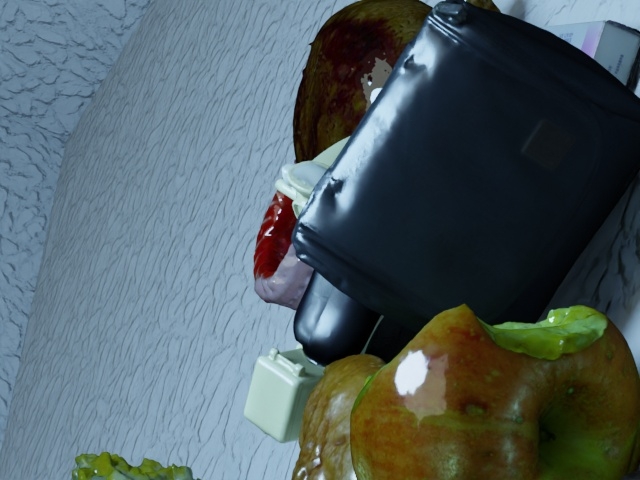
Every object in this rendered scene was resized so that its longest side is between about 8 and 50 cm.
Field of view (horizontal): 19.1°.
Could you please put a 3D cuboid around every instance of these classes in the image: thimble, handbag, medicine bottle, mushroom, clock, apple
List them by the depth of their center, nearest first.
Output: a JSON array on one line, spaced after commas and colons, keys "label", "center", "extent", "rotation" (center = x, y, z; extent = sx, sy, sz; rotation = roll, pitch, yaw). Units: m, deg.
[{"label": "apple", "center": [0.138, 0.151, 1.586], "extent": [0.226, 0.246, 0.246], "rotation": [7, 75, 55]}, {"label": "handbag", "center": [0.150, -0.044, 1.713], "extent": [0.178, 0.275, 0.302], "rotation": [41, 102, 35]}, {"label": "clock", "center": [0.059, 0.014, 1.915], "extent": [0.120, 0.276, 0.379], "rotation": [28, 117, 39]}, {"label": "medicine bottle", "center": [0.246, -0.136, 1.937], "extent": [0.171, 0.052, 0.201], "rotation": [-70, 16, -1]}, {"label": "mushroom", "center": [0.075, -0.125, 2.162], "extent": [0.345, 0.239, 0.345], "rotation": [10, -90, -82]}, {"label": "thimble", "center": [-0.002, 0.007, 2.356], "extent": [0.163, 0.125, 0.190], "rotation": [-49, 26, 44]}]

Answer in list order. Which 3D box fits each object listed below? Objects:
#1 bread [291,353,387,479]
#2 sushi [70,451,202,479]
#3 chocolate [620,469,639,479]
[{"label": "bread", "center": [0.072, 0.271, 1.762], "extent": [0.179, 0.194, 0.340], "rotation": [-23, 50, 58]}, {"label": "sushi", "center": [-0.245, 0.448, 2.369], "extent": [0.396, 0.240, 0.351], "rotation": [-121, 54, -71]}, {"label": "chocolate", "center": [0.246, 0.257, 1.458], "extent": [0.072, 0.072, 0.167], "rotation": [-32, 40, 61]}]
